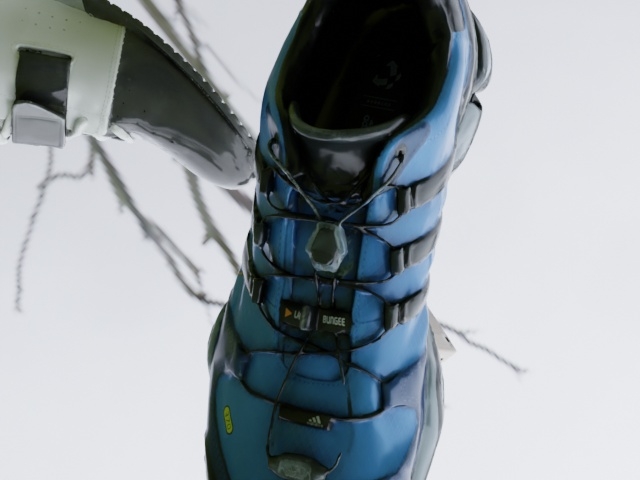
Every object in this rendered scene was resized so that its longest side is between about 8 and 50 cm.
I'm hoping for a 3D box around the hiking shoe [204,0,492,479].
[{"bbox_3d":[0.000,0.000,0.612,0.113,0.132,0.304,4,-110,16],"label":"hiking shoe"}]

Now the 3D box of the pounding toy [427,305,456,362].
[{"bbox_3d":[0.031,0.111,1.130,0.141,0.130,0.100,-39,-110,17],"label":"pounding toy"}]

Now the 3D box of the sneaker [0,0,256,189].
[{"bbox_3d":[-0.196,-0.109,0.963,0.146,0.330,0.122,-55,180,-9],"label":"sneaker"}]
